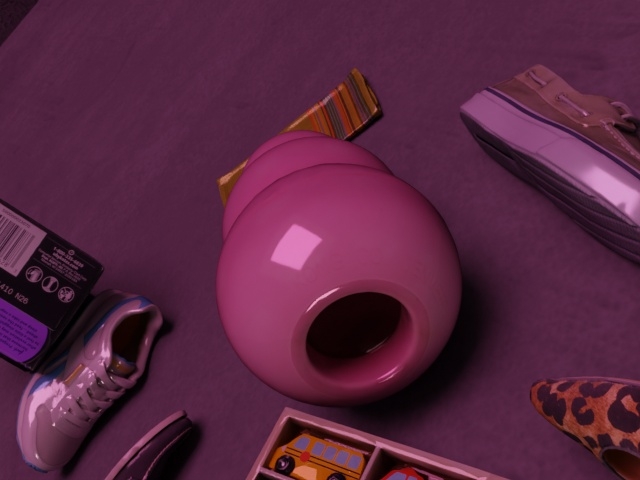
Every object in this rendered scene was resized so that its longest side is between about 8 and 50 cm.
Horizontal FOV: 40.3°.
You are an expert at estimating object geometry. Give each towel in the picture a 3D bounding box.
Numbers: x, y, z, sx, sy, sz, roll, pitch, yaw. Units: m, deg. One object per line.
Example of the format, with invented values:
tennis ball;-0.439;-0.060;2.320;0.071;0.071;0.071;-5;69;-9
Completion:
towel;-0.032;-0.114;1.080;0.237;0.021;0.102;-37;36;14

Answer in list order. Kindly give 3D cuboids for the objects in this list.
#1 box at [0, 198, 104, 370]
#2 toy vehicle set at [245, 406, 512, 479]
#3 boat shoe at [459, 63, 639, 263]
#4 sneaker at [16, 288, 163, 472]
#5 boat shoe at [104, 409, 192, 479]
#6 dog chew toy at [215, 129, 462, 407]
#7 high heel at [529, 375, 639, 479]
box;-0.383;0.060;1.069;0.143;0.165;0.270;-58;13;-19
toy vehicle set;0.050;0.227;0.597;0.267;0.035;0.166;11;59;33
boat shoe;0.216;-0.082;0.729;0.094;0.109;0.302;-42;33;4
sneaker;-0.266;0.159;1.006;0.092;0.087;0.228;5;62;46
boat shoe;-0.190;0.263;0.872;0.065;0.075;0.206;39;78;11
dog chew toy;0.000;0.000;0.804;0.206;0.206;0.332;-40;28;10
high heel;0.189;0.186;0.492;0.261;0.093;0.186;22;73;48
